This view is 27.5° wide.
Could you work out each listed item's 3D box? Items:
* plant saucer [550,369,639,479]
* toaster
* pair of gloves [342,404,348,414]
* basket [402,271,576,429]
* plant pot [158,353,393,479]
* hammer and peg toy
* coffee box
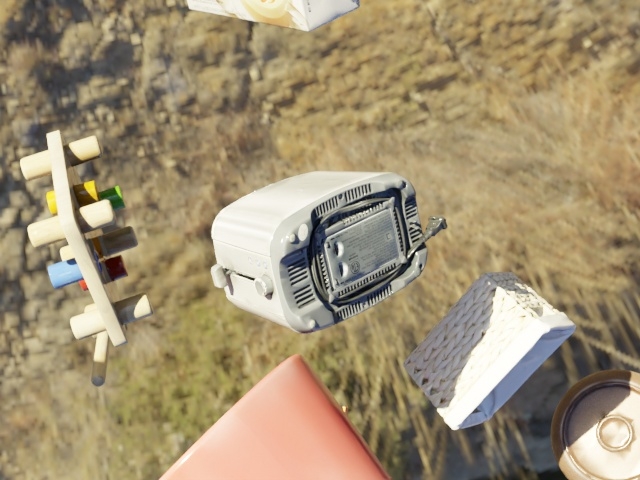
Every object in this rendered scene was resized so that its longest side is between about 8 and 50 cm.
[{"bbox_3d":[0.375,0.246,1.657,0.168,0.168,0.029,-26,160,9],"label":"plant saucer"},{"bbox_3d":[0.000,0.000,1.316,0.227,0.146,0.129,-27,113,-34],"label":"toaster"},{"bbox_3d":[0.025,0.278,1.911,0.010,0.074,0.083,5,175,16],"label":"pair of gloves"},{"bbox_3d":[0.192,0.123,1.508,0.167,0.103,0.113,-50,158,18],"label":"basket"},{"bbox_3d":[-0.034,0.292,1.308,0.275,0.243,0.275,-44,174,-6],"label":"plant pot"},{"bbox_3d":[-0.338,0.039,2.005,0.127,0.266,0.361,-18,127,-3],"label":"hammer and peg toy"},{"bbox_3d":[-0.077,-0.363,1.685,0.098,0.246,0.141,-32,125,-32],"label":"coffee box"}]
